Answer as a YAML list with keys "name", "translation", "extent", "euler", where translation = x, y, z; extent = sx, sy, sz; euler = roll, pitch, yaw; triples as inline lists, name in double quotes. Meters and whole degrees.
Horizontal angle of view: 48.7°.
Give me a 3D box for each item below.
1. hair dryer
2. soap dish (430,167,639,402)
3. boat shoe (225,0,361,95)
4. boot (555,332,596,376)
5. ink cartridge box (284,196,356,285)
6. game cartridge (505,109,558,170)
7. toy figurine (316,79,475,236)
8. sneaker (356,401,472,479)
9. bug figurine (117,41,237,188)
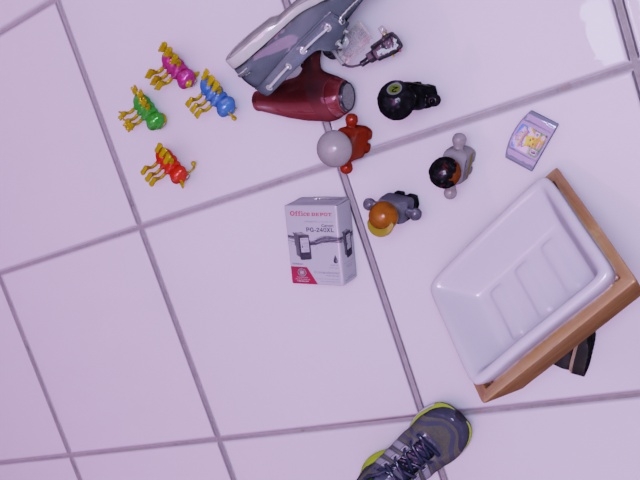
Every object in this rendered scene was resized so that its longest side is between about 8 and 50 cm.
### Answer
- name: "hair dryer"
  translation: [-0.006, -0.310, 1.207]
  extent: [0.293, 0.080, 0.224]
  euler: [-41, 69, 25]
- name: "soap dish"
  translation: [0.315, 0.072, 1.060]
  extent: [0.291, 0.118, 0.229]
  euler: [-50, 39, 30]
- name: "boat shoe"
  translation: [-0.002, -0.343, 1.120]
  extent: [0.319, 0.116, 0.099]
  euler: [-29, 116, 22]
- name: "boot"
  translation: [0.367, 0.111, 1.125]
  extent: [0.137, 0.077, 0.198]
  euler: [13, 110, 29]
- name: "ink cartridge box"
  translation: [0.000, 0.000, 1.284]
  extent: [0.109, 0.063, 0.151]
  euler: [1, 106, 27]
- name: "game cartridge"
  translation: [0.324, -0.156, 1.098]
  extent: [0.056, 0.017, 0.083]
  euler: [33, 117, 20]
- name: "toy figurine"
  translation: [0.124, -0.135, 1.130]
  extent: [0.213, 0.148, 0.210]
  euler: [-32, 89, 30]
- name: "sneaker"
  translation: [0.161, 0.411, 1.288]
  extent: [0.111, 0.121, 0.300]
  euler: [43, 119, 10]
- name: "bug figurine"
  translation: [-0.271, -0.242, 1.349]
  extent: [0.216, 0.072, 0.279]
  euler: [53, 125, 12]
